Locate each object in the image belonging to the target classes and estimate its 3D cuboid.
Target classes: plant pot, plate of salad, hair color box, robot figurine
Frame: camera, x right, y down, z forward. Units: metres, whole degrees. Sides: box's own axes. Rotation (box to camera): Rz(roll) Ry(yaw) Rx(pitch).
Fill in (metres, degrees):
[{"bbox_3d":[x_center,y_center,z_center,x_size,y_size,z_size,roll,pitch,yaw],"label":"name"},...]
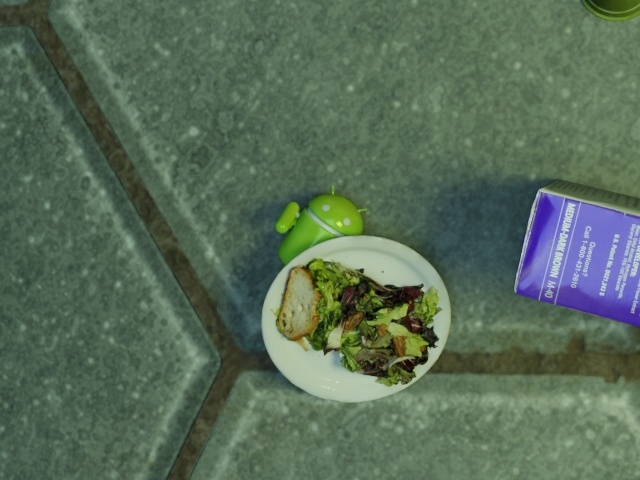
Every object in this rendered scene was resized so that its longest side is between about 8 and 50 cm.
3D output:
[{"bbox_3d":[0.287,-0.257,1.156,0.083,0.079,0.083,2,97,15],"label":"plant pot"},{"bbox_3d":[0.038,0.089,1.245,0.199,0.048,0.200,-2,114,-4],"label":"plate of salad"},{"bbox_3d":[0.363,0.035,1.111,0.338,0.185,0.110,14,99,14],"label":"hair color box"},{"bbox_3d":[0.000,0.000,1.268,0.101,0.067,0.115,33,104,-2],"label":"robot figurine"}]
